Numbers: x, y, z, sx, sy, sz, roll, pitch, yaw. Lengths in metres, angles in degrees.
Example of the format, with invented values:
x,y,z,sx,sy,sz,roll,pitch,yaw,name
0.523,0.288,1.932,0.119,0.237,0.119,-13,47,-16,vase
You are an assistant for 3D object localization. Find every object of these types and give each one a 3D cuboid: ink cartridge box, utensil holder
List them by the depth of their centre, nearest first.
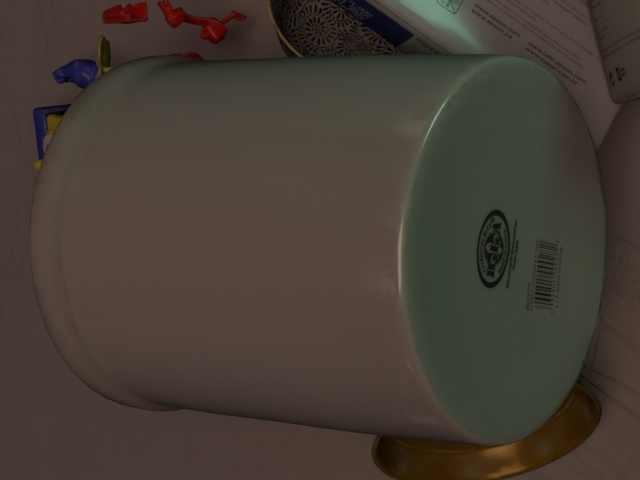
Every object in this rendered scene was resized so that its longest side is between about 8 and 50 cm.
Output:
x,y,z,sx,sy,sz,roll,pitch,yaw,name
0.000,0.000,1.205,0.385,0.327,0.327,3,97,40,utensil holder
0.173,-0.289,1.249,0.324,0.071,0.330,34,73,-11,ink cartridge box

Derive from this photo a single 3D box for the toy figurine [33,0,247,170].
x,y,z,sx,sy,sz,roll,pitch,yaw,name
-0.198,-0.059,1.447,0.217,0.191,0.362,7,107,45,toy figurine

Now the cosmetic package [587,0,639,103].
x,y,z,sx,sy,sz,roll,pitch,yaw,name
0.300,-0.314,1.158,0.197,0.155,0.365,-15,90,-5,cosmetic package

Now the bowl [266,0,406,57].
x,y,z,sx,sy,sz,roll,pitch,yaw,name
0.026,-0.199,1.358,0.170,0.080,0.170,6,60,-10,bowl

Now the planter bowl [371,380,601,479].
x,y,z,sx,sy,sz,roll,pitch,yaw,name
0.147,0.146,1.346,0.217,0.217,0.090,-22,55,16,planter bowl
